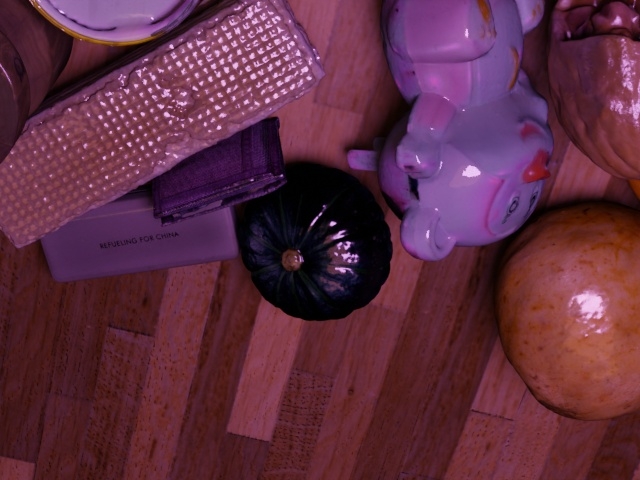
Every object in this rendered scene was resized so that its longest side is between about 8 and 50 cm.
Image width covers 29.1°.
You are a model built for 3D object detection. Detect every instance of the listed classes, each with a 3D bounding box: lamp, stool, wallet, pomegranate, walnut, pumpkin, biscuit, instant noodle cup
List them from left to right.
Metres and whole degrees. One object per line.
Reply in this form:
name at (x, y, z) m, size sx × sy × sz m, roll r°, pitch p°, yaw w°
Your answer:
stool at (-0.380, -0.193, 1.327) m, size 0.179 × 0.264 × 0.179 m, roll 1°, pitch 117°, yaw 1°
instant noodle cup at (-0.204, -0.332, 1.286) m, size 0.264 × 0.200 × 0.264 m, roll 2°, pitch 117°, yaw 3°
biscuit at (-0.205, -0.144, 1.424) m, size 0.426 × 0.078 × 0.144 m, roll -28°, pitch 113°, yaw 8°
wallet at (-0.123, -0.086, 1.459) m, size 0.165 × 0.111 × 0.030 m, roll -18°, pitch 139°, yaw 10°
pumpkin at (-0.007, 0.002, 1.468) m, size 0.194 × 0.150 × 0.194 m, roll 16°, pitch 135°, yaw 16°
lamp at (0.137, -0.142, 1.382) m, size 0.247 × 0.247 × 0.301 m, roll 5°, pitch 114°, yaw 34°
pomegranate at (0.324, 0.082, 1.454) m, size 0.260 × 0.260 × 0.261 m, roll 1°, pitch 117°, yaw 2°
walnut at (0.316, -0.164, 1.289) m, size 0.141 × 0.238 × 0.204 m, roll -8°, pitch 129°, yaw -36°

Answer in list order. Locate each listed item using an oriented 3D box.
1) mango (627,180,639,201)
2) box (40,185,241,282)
mango at (0.416, -0.137, 1.401) m, size 0.153 × 0.126 × 0.252 m, roll 2°, pitch 119°, yaw -2°
box at (-0.224, -0.013, 1.530) m, size 0.243 × 0.055 × 0.103 m, roll -8°, pitch 117°, yaw 6°
